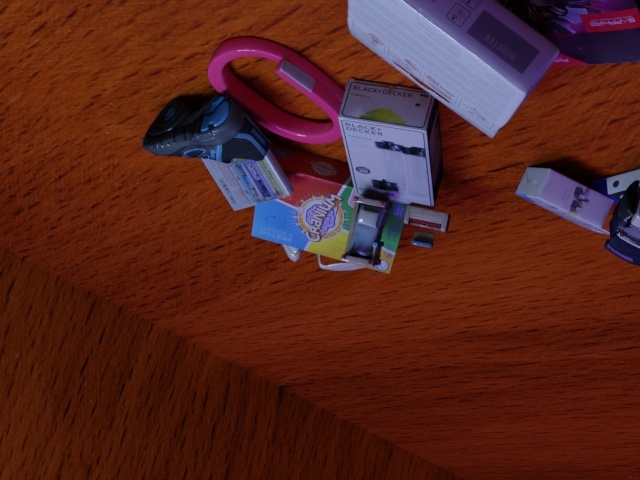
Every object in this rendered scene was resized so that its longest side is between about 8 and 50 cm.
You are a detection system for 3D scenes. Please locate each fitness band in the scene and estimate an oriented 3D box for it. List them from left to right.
[{"bbox_3d":[-0.074,-0.275,2.135,0.291,0.054,0.209,35,153,-33],"label":"fitness band"}]

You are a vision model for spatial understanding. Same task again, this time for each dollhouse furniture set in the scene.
[{"bbox_3d":[0.149,-0.008,2.250,0.184,0.129,0.129,11,-177,10],"label":"dollhouse furniture set"}]

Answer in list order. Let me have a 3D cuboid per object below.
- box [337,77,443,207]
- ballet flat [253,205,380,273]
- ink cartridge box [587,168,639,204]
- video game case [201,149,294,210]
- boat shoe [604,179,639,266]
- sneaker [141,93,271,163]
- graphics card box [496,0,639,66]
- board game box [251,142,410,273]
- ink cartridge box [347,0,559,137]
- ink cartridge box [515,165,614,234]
[{"bbox_3d":[0.136,-0.177,2.154,0.169,0.087,0.290,11,155,13],"label":"box"},{"bbox_3d":[0.000,0.000,2.584,0.342,0.124,0.116,16,158,3],"label":"ballet flat"},{"bbox_3d":[0.632,-0.065,2.119,0.206,0.045,0.208,31,154,-30],"label":"ink cartridge box"},{"bbox_3d":[-0.169,-0.167,2.344,0.193,0.023,0.212,-13,114,49],"label":"video game case"},{"bbox_3d":[0.674,0.003,2.045,0.341,0.127,0.158,22,153,0],"label":"boat shoe"},{"bbox_3d":[-0.233,-0.196,2.257,0.140,0.125,0.341,37,163,-32],"label":"sneaker"},{"bbox_3d":[0.320,-0.381,1.585,0.233,0.094,0.371,2,151,31],"label":"graphics card box"},{"bbox_3d":[0.022,-0.065,2.427,0.317,0.064,0.242,15,140,4],"label":"board game box"},{"bbox_3d":[0.186,-0.303,1.744,0.308,0.091,0.385,37,178,4],"label":"ink cartridge box"},{"bbox_3d":[0.470,-0.074,2.146,0.181,0.061,0.104,25,180,-16],"label":"ink cartridge box"}]
